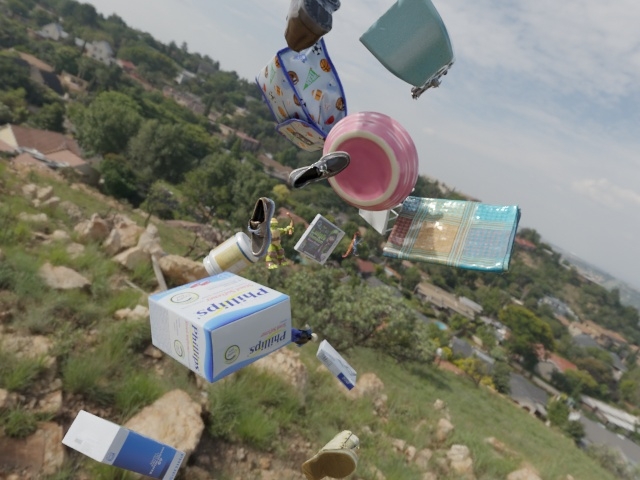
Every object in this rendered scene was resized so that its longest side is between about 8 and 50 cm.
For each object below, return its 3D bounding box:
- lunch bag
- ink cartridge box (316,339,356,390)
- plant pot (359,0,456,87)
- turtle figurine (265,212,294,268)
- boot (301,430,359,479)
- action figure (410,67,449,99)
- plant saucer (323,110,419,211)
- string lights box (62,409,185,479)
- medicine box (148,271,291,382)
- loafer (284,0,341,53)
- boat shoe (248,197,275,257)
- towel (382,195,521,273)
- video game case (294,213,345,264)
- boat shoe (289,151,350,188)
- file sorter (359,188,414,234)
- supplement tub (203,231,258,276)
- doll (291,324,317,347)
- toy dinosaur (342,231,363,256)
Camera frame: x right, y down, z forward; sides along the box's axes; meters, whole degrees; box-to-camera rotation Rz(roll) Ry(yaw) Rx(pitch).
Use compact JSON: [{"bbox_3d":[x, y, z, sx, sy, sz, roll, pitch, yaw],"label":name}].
[{"bbox_3d":[-0.061,-0.529,1.783,0.386,0.238,0.327,63,-17,-15],"label":"lunch bag"},{"bbox_3d":[0.080,0.572,2.165,0.223,0.045,0.224,47,7,-1],"label":"ink cartridge box"},{"bbox_3d":[0.325,-0.662,1.565,0.252,0.247,0.248,51,26,-1],"label":"plant pot"},{"bbox_3d":[-0.198,0.002,1.892,0.087,0.218,0.269,0,8,28],"label":"turtle figurine"},{"bbox_3d":[0.077,0.735,1.600,0.203,0.262,0.095,-18,72,-47],"label":"boot"},{"bbox_3d":[0.418,-0.649,1.821,0.099,0.185,0.285,51,12,-31],"label":"action figure"},{"bbox_3d":[0.146,-0.241,1.484,0.331,0.332,0.084,30,37,14],"label":"plant saucer"},{"bbox_3d":[-0.451,0.489,1.083,0.133,0.077,0.260,8,-31,27],"label":"string lights box"},{"bbox_3d":[-0.267,0.215,1.238,0.289,0.149,0.263,14,21,40],"label":"medicine box"},{"bbox_3d":[-0.040,-0.620,1.247,0.133,0.130,0.366,41,35,-22],"label":"loafer"},{"bbox_3d":[-0.189,-0.041,1.398,0.066,0.184,0.066,4,-7,25],"label":"boat shoe"},{"bbox_3d":[0.404,-0.028,1.420,0.369,0.272,0.040,8,-39,26],"label":"towel"},{"bbox_3d":[0.000,0.000,1.929,0.022,0.173,0.190,38,4,43],"label":"video game case"},{"bbox_3d":[0.001,-0.212,1.438,0.065,0.205,0.075,-99,166,-60],"label":"boat shoe"},{"bbox_3d":[0.321,-0.208,2.180,0.172,0.278,0.193,-18,44,-27],"label":"file sorter"},{"bbox_3d":[-0.375,0.073,1.940,0.144,0.199,0.144,56,6,-9],"label":"supplement tub"},{"bbox_3d":[-0.089,0.412,2.001,0.188,0.129,0.046,19,22,-33],"label":"doll"},{"bbox_3d":[0.119,0.013,1.617,0.090,0.082,0.047,-10,8,-15],"label":"toy dinosaur"}]
